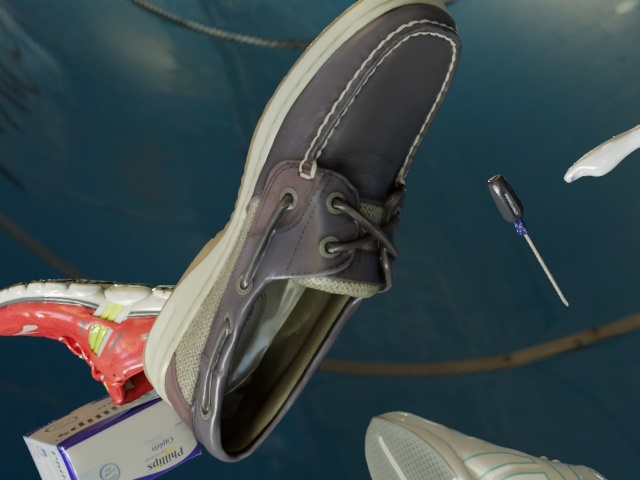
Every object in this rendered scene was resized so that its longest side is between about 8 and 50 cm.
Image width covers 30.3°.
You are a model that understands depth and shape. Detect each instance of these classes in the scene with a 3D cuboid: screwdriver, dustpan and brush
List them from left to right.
[{"bbox_3d":[0.217,0.005,1.225,0.025,0.170,0.024,-41,-159,-33],"label":"screwdriver"},{"bbox_3d":[0.286,-0.095,0.904,0.211,0.147,0.060,-39,-113,9],"label":"dustpan and brush"}]

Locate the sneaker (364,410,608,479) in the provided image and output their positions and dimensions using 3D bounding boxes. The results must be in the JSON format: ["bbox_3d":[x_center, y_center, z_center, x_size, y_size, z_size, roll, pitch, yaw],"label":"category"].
[{"bbox_3d":[0.086,0.117,0.516,0.152,0.053,0.061,26,-148,33],"label":"sneaker"}]

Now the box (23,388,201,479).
[{"bbox_3d":[-0.209,0.202,1.175,0.126,0.072,0.137,-25,-171,-29],"label":"box"}]

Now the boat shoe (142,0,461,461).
[{"bbox_3d":[0.000,0.000,0.645,0.285,0.103,0.092,-56,-131,20],"label":"boat shoe"}]

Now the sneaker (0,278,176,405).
[{"bbox_3d":[-0.205,0.098,1.135,0.279,0.118,0.107,2,176,22],"label":"sneaker"}]
